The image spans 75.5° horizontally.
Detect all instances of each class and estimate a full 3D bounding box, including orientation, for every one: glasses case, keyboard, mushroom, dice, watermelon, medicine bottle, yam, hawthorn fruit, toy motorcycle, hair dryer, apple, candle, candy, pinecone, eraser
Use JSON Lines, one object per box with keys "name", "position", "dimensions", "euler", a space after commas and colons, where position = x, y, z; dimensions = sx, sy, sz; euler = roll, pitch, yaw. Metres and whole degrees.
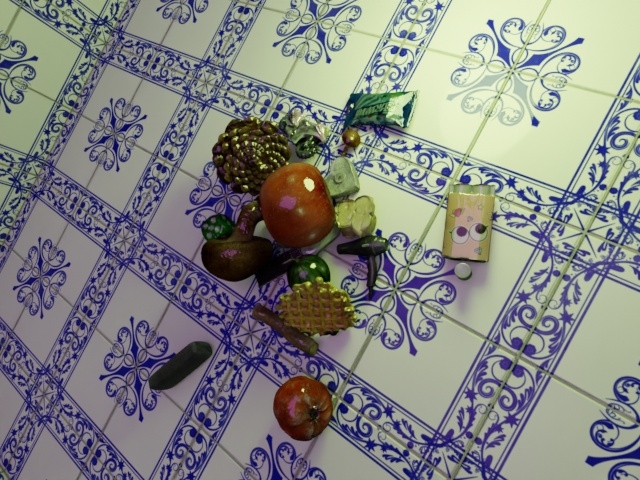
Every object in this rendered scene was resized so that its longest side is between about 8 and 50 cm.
{"name": "glasses case", "position": [0.000, 0.000, 1.822], "dimensions": [0.197, 0.049, 0.076], "euler": [-39, 72, -1]}
{"name": "keyboard", "position": [-0.172, 0.103, 1.900], "dimensions": [0.316, 0.027, 0.106], "euler": [-30, 69, 16]}
{"name": "mushroom", "position": [0.132, -0.437, 1.859], "dimensions": [0.088, 0.073, 0.130], "euler": [20, 95, -17]}
{"name": "dice", "position": [-0.490, -0.046, 2.013], "dimensions": [0.130, 0.128, 0.120], "euler": [-34, 69, 13]}
{"name": "watermelon", "position": [-0.054, 0.141, 1.738], "dimensions": [0.187, 0.215, 0.188], "euler": [-23, 26, 12]}
{"name": "medicine bottle", "position": [0.536, 0.118, 1.551], "dimensions": [0.058, 0.091, 0.058], "euler": [-5, 77, 22]}
{"name": "yam", "position": [-0.163, 0.385, 1.808], "dimensions": [0.356, 0.081, 0.081], "euler": [27, 90, 26]}
{"name": "hawthorn fruit", "position": [-0.091, 0.660, 1.661], "dimensions": [0.271, 0.241, 0.242], "euler": [-1, 77, 55]}
{"name": "mushroom", "position": [-0.353, 0.006, 1.816], "dimensions": [0.331, 0.333, 0.357], "euler": [-132, 42, -55]}
{"name": "toy motorcycle", "position": [-0.073, -0.513, 1.935], "dimensions": [0.188, 0.143, 0.327], "euler": [-33, 53, 5]}
{"name": "hair dryer", "position": [0.176, 0.117, 1.720], "dimensions": [0.235, 0.091, 0.272], "euler": [-8, 80, 32]}
{"name": "apple", "position": [-0.093, -0.144, 1.706], "dimensions": [0.276, 0.348, 0.349], "euler": [-21, 71, 8]}
{"name": "candle", "position": [0.100, -0.265, 1.837], "dimensions": [0.168, 0.068, 0.192], "euler": [28, 95, 25]}
{"name": "candy", "position": [0.260, -0.576, 1.829], "dimensions": [0.330, 0.077, 0.187], "euler": [11, 81, 28]}
{"name": "glasses case", "position": [-0.659, 0.592, 1.950], "dimensions": [0.323, 0.131, 0.074], "euler": [-40, 61, 11]}
{"name": "pinecone", "position": [-0.326, -0.397, 1.896], "dimensions": [0.383, 0.384, 0.385], "euler": [-5, 77, 23]}
{"name": "eraser", "position": [0.565, -0.068, 1.580], "dimensions": [0.171, 0.087, 0.291], "euler": [6, 82, 23]}

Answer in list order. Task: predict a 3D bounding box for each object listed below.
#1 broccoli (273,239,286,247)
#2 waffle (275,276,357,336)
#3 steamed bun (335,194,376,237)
{"name": "broccoli", "position": [-0.178, -0.049, 1.905], "dimensions": [0.204, 0.118, 0.123], "euler": [55, 133, 39]}
{"name": "waffle", "position": [-0.017, 0.287, 1.683], "dimensions": [0.311, 0.307, 0.060], "euler": [-31, 24, 25]}
{"name": "steamed bun", "position": [0.159, -0.090, 1.756], "dimensions": [0.177, 0.106, 0.193], "euler": [-16, 64, 24]}
